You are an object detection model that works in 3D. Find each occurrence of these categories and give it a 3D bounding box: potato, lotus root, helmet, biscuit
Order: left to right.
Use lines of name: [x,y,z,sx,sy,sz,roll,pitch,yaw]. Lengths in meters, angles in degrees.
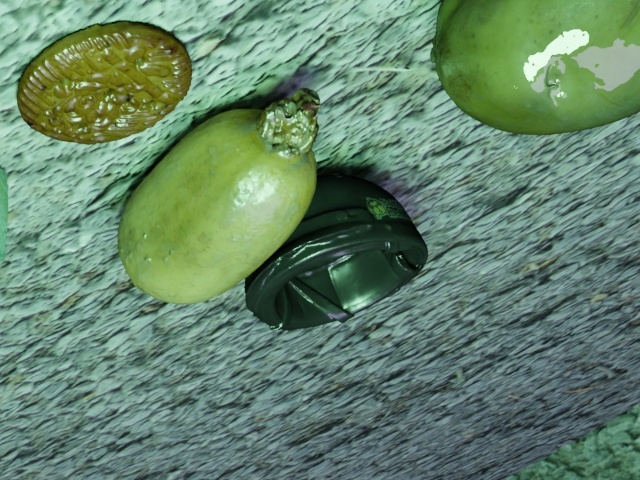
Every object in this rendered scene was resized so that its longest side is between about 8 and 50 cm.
biscuit: [-0.224,-0.159,1.327,0.187,0.027,0.188,-16,154,-8]
lotus root: [-0.109,-0.048,1.462,0.342,0.169,0.151,-41,-172,37]
helmet: [0.000,0.000,1.637,0.230,0.161,0.278,-34,150,26]
potato: [0.277,-0.230,1.324,0.326,0.243,0.221,-22,113,2]

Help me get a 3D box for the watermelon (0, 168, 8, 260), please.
watermelon: [-0.410,-0.066,1.277,0.094,0.154,0.241,-24,141,6]
